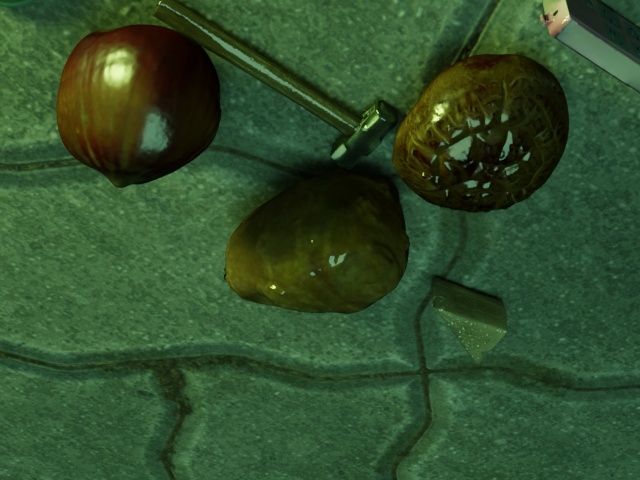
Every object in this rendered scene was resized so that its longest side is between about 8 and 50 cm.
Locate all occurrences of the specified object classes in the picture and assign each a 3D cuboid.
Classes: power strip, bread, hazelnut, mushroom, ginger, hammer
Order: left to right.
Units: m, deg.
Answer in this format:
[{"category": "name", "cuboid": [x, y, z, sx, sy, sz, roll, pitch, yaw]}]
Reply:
[{"category": "hazelnut", "cuboid": [-0.231, -0.173, 1.177, 0.229, 0.230, 0.230, 1, 134, 1]}, {"category": "hammer", "cuboid": [-0.066, -0.226, 1.255, 0.365, 0.043, 0.111, 30, 130, -21]}, {"category": "ginger", "cuboid": [-0.001, 0.003, 1.355, 0.269, 0.200, 0.223, 10, 136, -8]}, {"category": "bread", "cuboid": [0.236, 0.139, 1.564, 0.152, 0.077, 0.105, 21, 131, -15]}, {"category": "mushroom", "cuboid": [0.221, -0.139, 1.251, 0.253, 0.153, 0.253, -5, 140, -5]}, {"category": "power strip", "cuboid": [0.395, -0.241, 1.164, 0.278, 0.109, 0.037, 26, 132, -21]}]

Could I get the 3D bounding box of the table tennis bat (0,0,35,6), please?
[{"category": "table tennis bat", "cuboid": [-0.395, -0.377, 1.125, 0.124, 0.033, 0.201, 11, 138, -10]}]
